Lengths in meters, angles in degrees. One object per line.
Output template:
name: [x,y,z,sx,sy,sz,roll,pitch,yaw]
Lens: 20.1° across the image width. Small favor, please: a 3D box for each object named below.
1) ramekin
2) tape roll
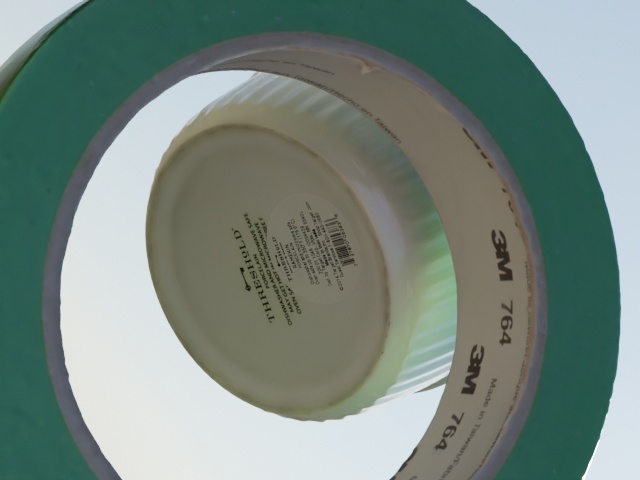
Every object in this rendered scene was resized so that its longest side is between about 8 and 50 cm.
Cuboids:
ramekin: [0.000,0.000,0.983,0.207,0.109,0.207,14,-65,33]
tape roll: [-0.019,0.030,0.811,0.321,0.321,0.077,57,-22,-11]
